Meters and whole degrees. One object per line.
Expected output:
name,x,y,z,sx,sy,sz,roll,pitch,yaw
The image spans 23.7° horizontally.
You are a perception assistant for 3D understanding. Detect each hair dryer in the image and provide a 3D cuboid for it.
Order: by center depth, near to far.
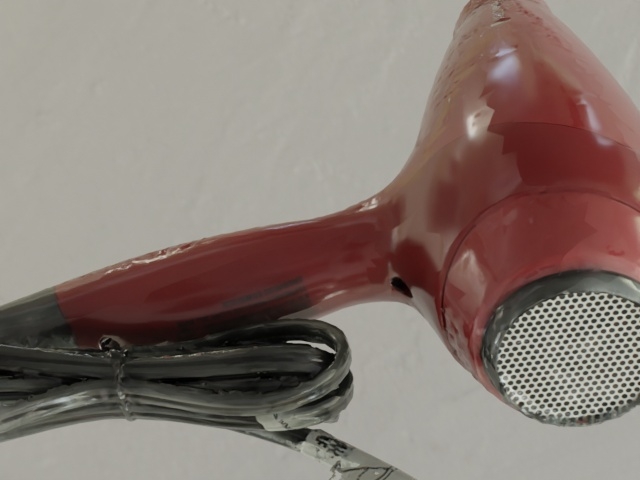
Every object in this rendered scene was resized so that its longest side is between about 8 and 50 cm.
hair dryer,0.000,0.000,0.453,0.223,0.080,0.293,21,-134,34
